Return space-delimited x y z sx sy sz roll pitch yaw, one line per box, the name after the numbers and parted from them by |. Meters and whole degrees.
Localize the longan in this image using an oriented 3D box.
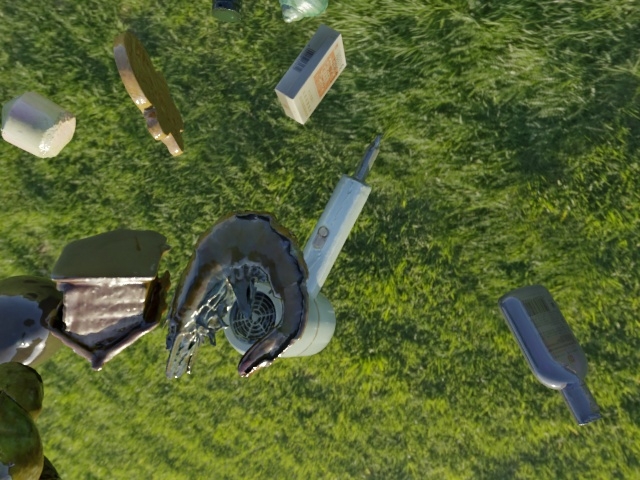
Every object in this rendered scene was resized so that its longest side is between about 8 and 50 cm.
-0.619 0.169 1.005 0.196 0.196 0.220 43 99 -6 | longan

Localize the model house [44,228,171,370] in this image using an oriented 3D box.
-0.419 0.114 0.984 0.220 0.199 0.229 9 115 -19 | model house

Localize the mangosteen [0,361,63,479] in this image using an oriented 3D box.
-0.365 0.208 0.392 0.288 0.288 0.287 6 116 13 | mangosteen

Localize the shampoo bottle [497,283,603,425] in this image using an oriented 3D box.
0.278 0.133 0.580 0.040 0.080 0.165 -55 50 53 | shampoo bottle

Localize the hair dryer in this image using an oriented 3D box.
0.000 0.000 0.695 0.108 0.173 0.357 25 89 24 | hair dryer

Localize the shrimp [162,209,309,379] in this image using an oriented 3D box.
-0.097 0.082 0.561 0.173 0.058 0.253 32 110 19 | shrimp

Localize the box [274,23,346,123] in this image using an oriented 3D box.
-0.020 -0.402 1.189 0.058 0.141 0.201 33 83 14 | box

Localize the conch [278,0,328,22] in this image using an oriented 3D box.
-0.028 -0.574 1.056 0.176 0.122 0.188 38 133 37 | conch

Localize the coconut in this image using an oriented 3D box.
-0.714 -0.293 1.214 0.153 0.147 0.147 26 120 -12 | coconut

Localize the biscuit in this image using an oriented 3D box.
-0.482 -0.410 1.378 0.052 0.275 0.354 -17 146 4 | biscuit

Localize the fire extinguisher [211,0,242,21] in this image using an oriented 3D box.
-0.273 -0.845 1.484 0.115 0.096 0.310 6 92 57 | fire extinguisher
